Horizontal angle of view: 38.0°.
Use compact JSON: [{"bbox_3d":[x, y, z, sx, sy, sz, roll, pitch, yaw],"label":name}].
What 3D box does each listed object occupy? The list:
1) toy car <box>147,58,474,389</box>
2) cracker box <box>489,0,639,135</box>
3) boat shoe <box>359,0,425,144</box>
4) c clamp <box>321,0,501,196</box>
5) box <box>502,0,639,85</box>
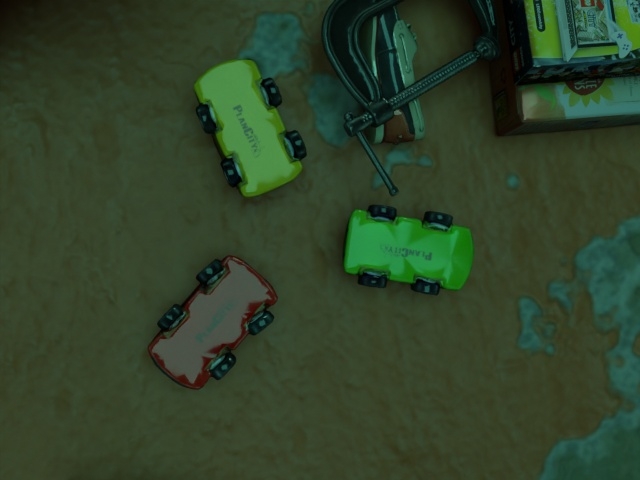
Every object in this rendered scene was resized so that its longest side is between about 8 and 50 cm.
[{"bbox_3d":[0.000,0.000,0.693,0.225,0.053,0.239,9,89,-8],"label":"toy car"},{"bbox_3d":[0.248,-0.170,0.721,0.232,0.067,0.155,-5,87,-7],"label":"cracker box"},{"bbox_3d":[0.053,-0.141,0.705,0.043,0.049,0.137,-5,92,-11],"label":"boat shoe"},{"bbox_3d":[0.071,-0.133,0.678,0.161,0.022,0.137,-38,97,-14],"label":"c clamp"},{"bbox_3d":[0.204,-0.233,0.662,0.159,0.044,0.233,-5,83,-8],"label":"box"}]
